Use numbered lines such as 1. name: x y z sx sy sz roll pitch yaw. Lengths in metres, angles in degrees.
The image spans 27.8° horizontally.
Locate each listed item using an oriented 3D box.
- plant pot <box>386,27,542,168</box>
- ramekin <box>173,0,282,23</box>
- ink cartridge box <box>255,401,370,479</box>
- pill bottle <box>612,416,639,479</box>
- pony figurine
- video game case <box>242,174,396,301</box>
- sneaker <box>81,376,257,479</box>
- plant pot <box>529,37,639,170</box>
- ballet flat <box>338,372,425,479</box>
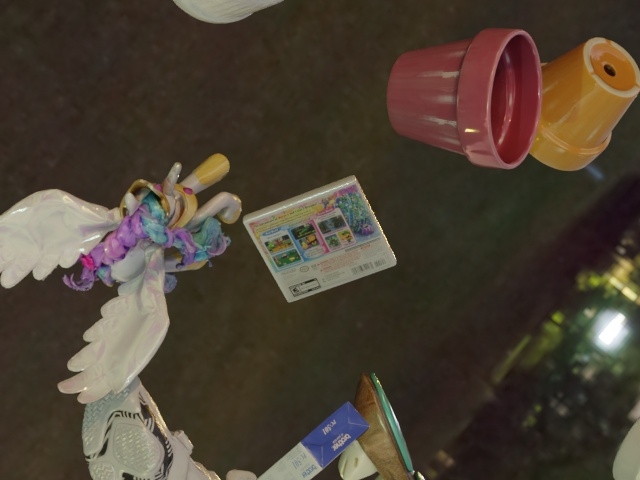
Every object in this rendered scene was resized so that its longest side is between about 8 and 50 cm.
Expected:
1. plant pot: 0.205 -0.209 1.887 0.201 0.180 0.201 -16 109 -57
2. ramekin: -0.122 -0.465 1.920 0.273 0.127 0.272 -3 94 -47
3. ink cartridge box: -0.027 0.284 1.633 0.097 0.046 0.207 -35 172 -40
4. pill bottle: 0.487 0.309 1.424 0.176 0.318 0.176 -29 137 -30
5. pony figurine: -0.272 0.012 1.843 0.351 0.303 0.363 -44 174 12
6. video game case: 0.000 0.000 1.673 0.157 0.143 0.019 -20 -149 13
7. sneaker: -0.218 0.354 1.938 0.137 0.365 0.210 -19 180 32
8. plant pot: 0.466 -0.260 2.318 0.205 0.205 0.188 -39 175 -40
9. ballet flat: 0.105 0.373 2.024 0.124 0.342 0.116 -27 -162 4
